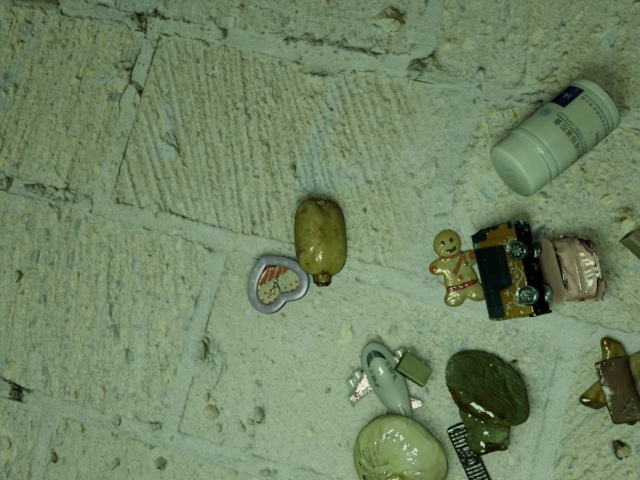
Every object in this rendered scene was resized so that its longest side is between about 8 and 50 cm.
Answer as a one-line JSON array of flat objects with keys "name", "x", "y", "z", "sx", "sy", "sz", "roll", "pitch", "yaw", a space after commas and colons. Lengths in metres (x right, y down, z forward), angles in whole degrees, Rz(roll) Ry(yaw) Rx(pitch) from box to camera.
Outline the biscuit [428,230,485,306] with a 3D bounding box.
[{"name": "biscuit", "x": 0.408, "y": 0.082, "z": 1.769, "sx": 0.153, "sy": 0.030, "sz": 0.234, "roll": -15, "pitch": 81, "yaw": 4}]

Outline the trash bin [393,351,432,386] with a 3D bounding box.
[{"name": "trash bin", "x": 0.264, "y": 0.366, "z": 1.653, "sx": 0.092, "sy": 0.043, "sz": 0.061, "roll": 33, "pitch": 68, "yaw": 2}]

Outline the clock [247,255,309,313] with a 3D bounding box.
[{"name": "clock", "x": -0.138, "y": 0.127, "z": 1.822, "sx": 0.198, "sy": 0.064, "sz": 0.172, "roll": -30, "pitch": 79, "yaw": 3}]

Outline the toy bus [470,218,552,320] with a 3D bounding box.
[{"name": "toy bus", "x": 0.545, "y": 0.087, "z": 1.674, "sx": 0.167, "sy": 0.138, "sz": 0.275, "roll": -17, "pitch": 79, "yaw": 40}]

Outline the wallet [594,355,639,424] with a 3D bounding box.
[{"name": "wallet", "x": 0.829, "y": 0.416, "z": 1.614, "sx": 0.095, "sy": 0.026, "sz": 0.176, "roll": -14, "pitch": 79, "yaw": 10}]

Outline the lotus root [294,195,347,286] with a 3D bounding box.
[{"name": "lotus root", "x": 0.000, "y": 0.000, "z": 1.779, "sx": 0.160, "sy": 0.146, "sz": 0.284, "roll": -3, "pitch": 82, "yaw": 8}]

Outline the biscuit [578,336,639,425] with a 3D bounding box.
[{"name": "biscuit", "x": 0.842, "y": 0.396, "z": 1.652, "sx": 0.164, "sy": 0.047, "sz": 0.208, "roll": 23, "pitch": 86, "yaw": 10}]

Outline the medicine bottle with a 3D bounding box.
[{"name": "medicine bottle", "x": 0.675, "y": -0.296, "z": 1.703, "sx": 0.332, "sy": 0.190, "sz": 0.190, "roll": -40, "pitch": 79, "yaw": 1}]

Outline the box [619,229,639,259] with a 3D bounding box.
[{"name": "box", "x": 0.916, "y": 0.013, "z": 1.679, "sx": 0.035, "sy": 0.079, "sz": 0.083, "roll": -45, "pitch": 79, "yaw": -1}]

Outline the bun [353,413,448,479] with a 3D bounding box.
[{"name": "bun", "x": 0.211, "y": 0.626, "z": 1.612, "sx": 0.287, "sy": 0.146, "sz": 0.287, "roll": 11, "pitch": 119, "yaw": 21}]

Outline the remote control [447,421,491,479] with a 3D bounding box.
[{"name": "remote control", "x": 0.441, "y": 0.650, "z": 1.685, "sx": 0.063, "sy": 0.025, "sz": 0.245, "roll": -24, "pitch": 80, "yaw": 5}]

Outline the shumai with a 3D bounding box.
[{"name": "shumai", "x": 0.451, "y": 0.461, "z": 1.666, "sx": 0.222, "sy": 0.204, "sz": 0.272, "roll": 3, "pitch": 43, "yaw": -13}]

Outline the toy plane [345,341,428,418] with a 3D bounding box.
[{"name": "toy plane", "x": 0.198, "y": 0.416, "z": 1.709, "sx": 0.252, "sy": 0.118, "sz": 0.252, "roll": -2, "pitch": 79, "yaw": 8}]

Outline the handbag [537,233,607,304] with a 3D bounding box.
[{"name": "handbag", "x": 0.707, "y": 0.082, "z": 1.655, "sx": 0.116, "sy": 0.179, "sz": 0.205, "roll": -11, "pitch": 81, "yaw": 0}]
